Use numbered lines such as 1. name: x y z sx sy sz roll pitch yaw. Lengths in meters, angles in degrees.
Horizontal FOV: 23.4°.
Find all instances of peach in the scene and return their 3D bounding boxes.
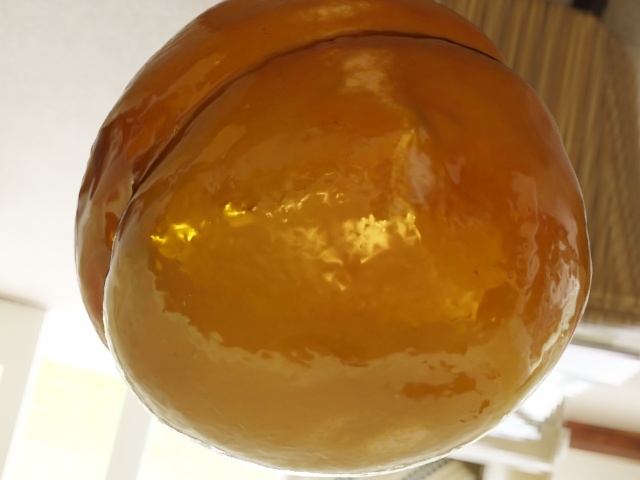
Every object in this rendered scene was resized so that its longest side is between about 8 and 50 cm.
1. peach: 0.000 0.000 0.418 0.138 0.138 0.138 11 164 3
